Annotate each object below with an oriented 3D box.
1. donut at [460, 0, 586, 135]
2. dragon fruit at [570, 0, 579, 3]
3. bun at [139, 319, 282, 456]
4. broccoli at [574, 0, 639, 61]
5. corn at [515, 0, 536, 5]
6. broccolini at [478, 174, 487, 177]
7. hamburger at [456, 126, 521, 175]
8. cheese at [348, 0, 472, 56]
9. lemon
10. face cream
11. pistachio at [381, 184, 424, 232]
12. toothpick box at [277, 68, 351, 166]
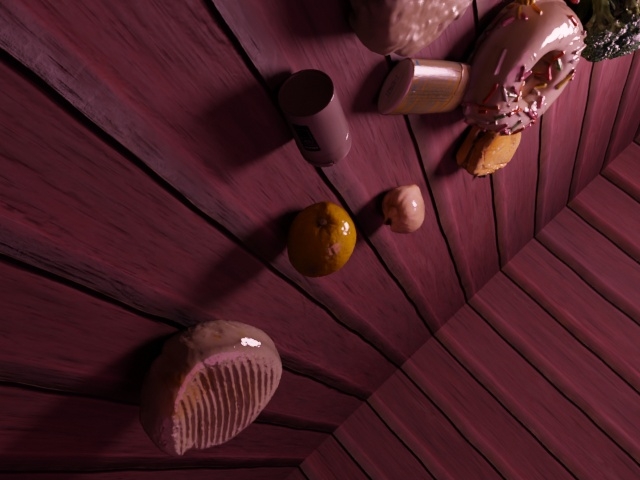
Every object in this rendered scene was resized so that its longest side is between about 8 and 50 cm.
[{"bbox_3d":[0.519,-0.435,1.649,0.382,0.142,0.383,-29,144,-24],"label":"donut"},{"bbox_3d":[0.613,-0.672,1.583,0.092,0.122,0.192,-1,153,2],"label":"dragon fruit"},{"bbox_3d":[-0.280,0.338,1.588,0.365,0.219,0.365,-25,133,-30],"label":"bun"},{"bbox_3d":[0.766,-0.606,1.739,0.265,0.245,0.294,-10,-159,36],"label":"broccoli"},{"bbox_3d":[0.441,-0.603,1.380,0.081,0.081,0.248,-45,155,2],"label":"corn"},{"bbox_3d":[0.532,-0.249,2.149,0.035,0.030,0.140,-11,154,15],"label":"broccolini"},{"bbox_3d":[0.509,-0.285,1.947,0.213,0.108,0.214,-36,154,-21],"label":"hamburger"},{"bbox_3d":[0.179,-0.483,1.134,0.318,0.115,0.326,-42,154,-6],"label":"cheese"},{"bbox_3d":[0.000,0.000,1.554,0.170,0.170,0.207,-32,160,-25],"label":"lemon"},{"bbox_3d":[0.251,-0.353,1.496,0.285,0.067,0.139,-13,143,-48],"label":"face cream"},{"bbox_3d":[0.245,-0.087,1.844,0.145,0.117,0.200,-52,156,5],"label":"pistachio"},{"bbox_3d":[-0.007,-0.231,1.243,0.111,0.111,0.181,-41,154,-7],"label":"toothpick box"}]
